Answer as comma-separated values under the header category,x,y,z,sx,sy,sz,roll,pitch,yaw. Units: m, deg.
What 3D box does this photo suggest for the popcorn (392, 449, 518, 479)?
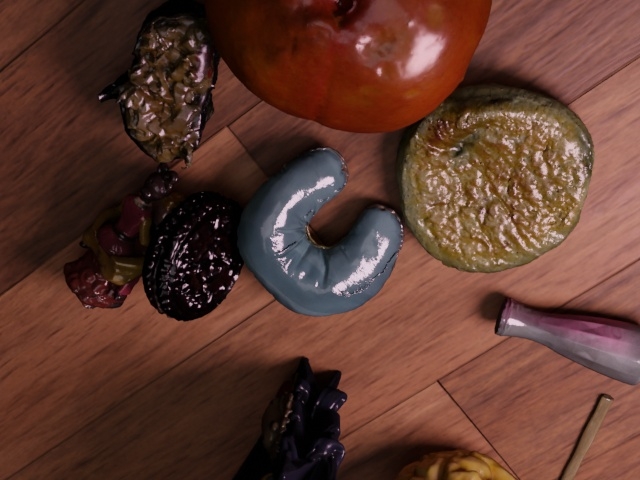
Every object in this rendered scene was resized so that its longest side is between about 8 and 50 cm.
category,x,y,z,sx,sy,sz,roll,pitch,yaw
popcorn,0.194,0.455,1.671,0.265,0.225,0.332,49,132,-3

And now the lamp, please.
category,x,y,z,sx,sy,sz,roll,pitch,yaw
lamp,-0.259,-0.010,1.559,0.118,0.118,0.253,37,109,-11

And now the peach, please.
category,x,y,z,sx,sy,sz,roll,pitch,yaw
peach,0.028,-0.287,1.295,0.342,0.302,0.343,2,116,4

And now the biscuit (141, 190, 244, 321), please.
category,x,y,z,sx,sy,sz,roll,pitch,yaw
biscuit,-0.170,0.023,1.528,0.053,0.194,0.195,24,118,28

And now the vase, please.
category,x,y,z,sx,sy,sz,roll,pitch,yaw
vase,0.358,0.137,1.578,0.214,0.086,0.086,16,115,3

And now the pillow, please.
category,x,y,z,sx,sy,sz,roll,pitch,yaw
pillow,0.000,0.000,1.545,0.214,0.086,0.233,-44,107,11

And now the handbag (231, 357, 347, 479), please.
category,x,y,z,sx,sy,sz,roll,pitch,yaw
handbag,-0.059,0.363,1.596,0.121,0.303,0.329,18,115,-6

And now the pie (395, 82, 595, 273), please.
category,x,y,z,sx,sy,sz,roll,pitch,yaw
pie,0.235,-0.083,1.496,0.277,0.078,0.277,4,119,6

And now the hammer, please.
category,x,y,z,sx,sy,sz,roll,pitch,yaw
hammer,0.396,0.316,1.687,0.062,0.013,0.199,18,115,-3

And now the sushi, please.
category,x,y,z,sx,sy,sz,roll,pitch,yaw
sushi,-0.207,-0.214,1.455,0.147,0.115,0.213,19,115,-3
